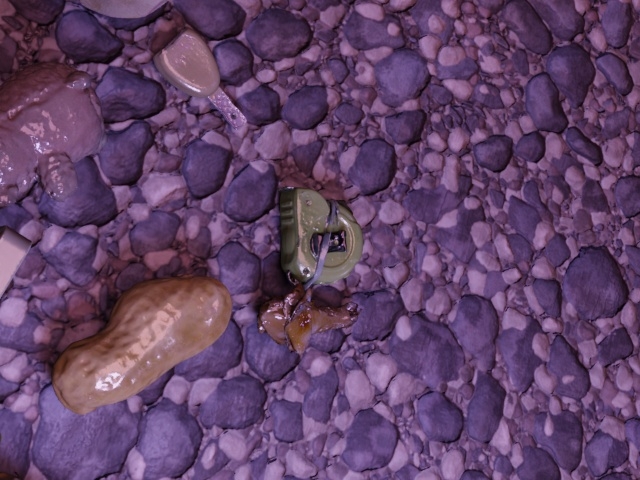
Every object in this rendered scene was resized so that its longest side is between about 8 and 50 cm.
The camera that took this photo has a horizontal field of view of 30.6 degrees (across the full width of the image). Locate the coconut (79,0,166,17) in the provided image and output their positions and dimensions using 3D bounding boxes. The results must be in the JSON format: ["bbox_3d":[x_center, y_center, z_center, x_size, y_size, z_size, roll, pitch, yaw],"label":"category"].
[{"bbox_3d":[-0.304,-0.461,1.804,0.227,0.227,0.230,33,34,-22],"label":"coconut"}]

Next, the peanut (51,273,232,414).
[{"bbox_3d":[-0.285,0.151,1.850,0.318,0.147,0.148,-32,102,-20],"label":"peanut"}]

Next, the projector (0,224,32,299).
[{"bbox_3d":[-0.526,0.099,1.649,0.079,0.257,0.259,36,71,-23],"label":"projector"}]

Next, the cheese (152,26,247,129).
[{"bbox_3d":[-0.194,-0.264,1.971,0.097,0.037,0.192,-47,107,-21],"label":"cheese"}]

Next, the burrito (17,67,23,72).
[{"bbox_3d":[-0.444,-0.179,1.834,0.045,0.041,0.186,-3,87,-70],"label":"burrito"}]

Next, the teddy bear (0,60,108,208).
[{"bbox_3d":[-0.441,-0.150,1.703,0.236,0.151,0.267,41,65,13],"label":"teddy bear"}]

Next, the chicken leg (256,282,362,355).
[{"bbox_3d":[-0.022,0.140,2.010,0.196,0.080,0.125,24,114,-45],"label":"chicken leg"}]

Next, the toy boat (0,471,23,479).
[{"bbox_3d":[-0.379,0.513,1.776,0.445,0.136,0.162,42,74,-21],"label":"toy boat"}]

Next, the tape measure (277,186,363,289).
[{"bbox_3d":[0.000,0.000,2.031,0.154,0.087,0.178,3,88,-28],"label":"tape measure"}]
